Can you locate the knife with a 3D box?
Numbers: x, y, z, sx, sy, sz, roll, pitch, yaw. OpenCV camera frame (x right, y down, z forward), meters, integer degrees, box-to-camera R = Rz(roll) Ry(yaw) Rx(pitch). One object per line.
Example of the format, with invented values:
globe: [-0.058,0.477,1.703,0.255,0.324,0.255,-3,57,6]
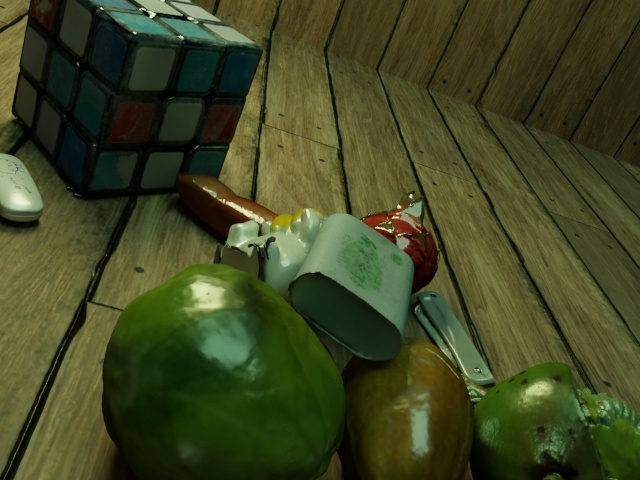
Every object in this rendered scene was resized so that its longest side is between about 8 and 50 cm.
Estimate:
knife: [0.256,0.194,1.361,0.073,0.041,0.265,-2,36,-21]

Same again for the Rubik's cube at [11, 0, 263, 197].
Rubik's cube: [-0.387,-0.331,1.450,0.363,0.359,0.362,-11,41,-46]

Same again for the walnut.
walnut: [0.117,0.269,0.956,0.209,0.209,0.336,18,33,-10]

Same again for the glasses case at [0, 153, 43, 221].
glasses case: [-0.556,-0.098,1.237,0.076,0.049,0.197,-2,37,-39]

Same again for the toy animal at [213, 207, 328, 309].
toy animal: [-0.012,0.054,1.208,0.310,0.183,0.247,1,69,-35]

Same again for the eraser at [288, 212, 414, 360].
eraser: [0.053,0.060,1.011,0.174,0.081,0.227,38,26,-6]

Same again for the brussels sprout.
brussels sprout: [-0.125,0.182,0.871,0.344,0.268,0.344,42,3,-3]

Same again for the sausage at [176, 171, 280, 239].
sausage: [-0.156,-0.037,1.395,0.348,0.094,0.097,31,18,16]

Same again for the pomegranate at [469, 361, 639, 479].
pomegranate: [0.346,0.314,1.026,0.260,0.260,0.340,31,-3,14]

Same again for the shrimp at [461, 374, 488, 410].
shrimp: [0.276,0.287,1.208,0.180,0.041,0.099,25,29,2]

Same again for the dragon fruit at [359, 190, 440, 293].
dragon fruit: [0.147,0.022,1.407,0.193,0.192,0.274,50,52,0]
